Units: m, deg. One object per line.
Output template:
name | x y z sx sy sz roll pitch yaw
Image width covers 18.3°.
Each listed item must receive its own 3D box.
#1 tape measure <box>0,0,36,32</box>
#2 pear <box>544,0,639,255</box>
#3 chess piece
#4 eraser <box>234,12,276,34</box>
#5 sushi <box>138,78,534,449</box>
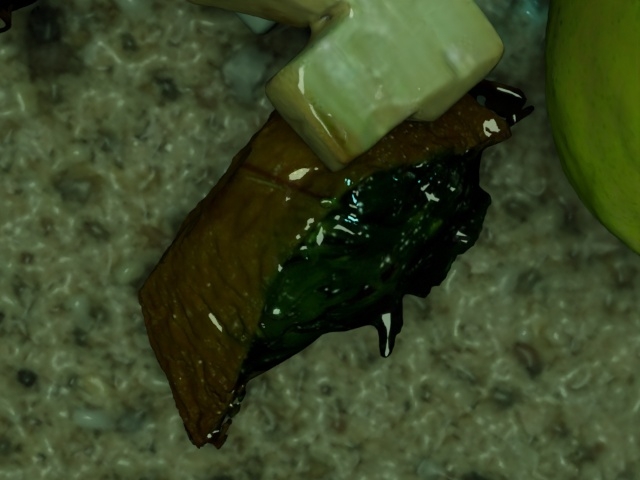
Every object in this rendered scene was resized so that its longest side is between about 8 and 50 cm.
tape measure | -0.251 -0.188 1.117 0.222 0.202 0.135 0 92 2
pear | 0.307 -0.139 1.072 0.391 0.391 0.391 0 94 -2
chess piece | -0.030 -0.179 1.079 0.137 0.137 0.301 -42 99 1
eraser | -0.072 -0.286 1.169 0.290 0.104 0.189 45 88 -5
sushi | -0.001 0.000 1.166 0.140 0.149 0.287 38 86 -8
